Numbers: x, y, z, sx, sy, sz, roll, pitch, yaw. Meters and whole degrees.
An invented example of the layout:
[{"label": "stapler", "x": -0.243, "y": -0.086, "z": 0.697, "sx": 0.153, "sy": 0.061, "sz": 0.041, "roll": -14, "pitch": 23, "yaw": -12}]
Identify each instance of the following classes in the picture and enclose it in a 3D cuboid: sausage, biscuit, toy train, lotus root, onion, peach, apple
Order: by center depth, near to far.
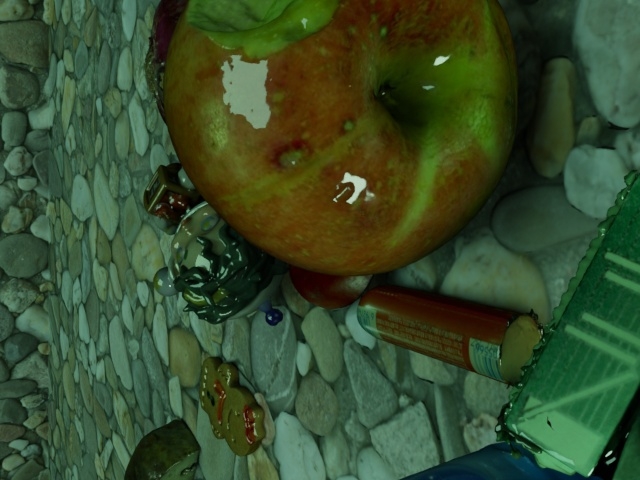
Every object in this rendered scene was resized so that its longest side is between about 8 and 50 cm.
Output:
[{"label": "toy train", "x": 0.243, "y": 0.071, "z": 0.448, "sx": 0.154, "sy": 0.115, "sz": 0.270, "roll": 29, "pitch": 89, "yaw": 30}, {"label": "apple", "x": 0.013, "y": -0.135, "z": 0.630, "sx": 0.339, "sy": 0.339, "sz": 0.340, "roll": 10, "pitch": 103, "yaw": 54}, {"label": "sausage", "x": 0.123, "y": 0.092, "z": 0.724, "sx": 0.264, "sy": 0.083, "sz": 0.083, "roll": 10, "pitch": 103, "yaw": 56}, {"label": "peach", "x": -0.003, "y": -0.001, "z": 0.868, "sx": 0.279, "sy": 0.068, "sz": 0.189, "roll": -36, "pitch": 48, "yaw": 56}, {"label": "onion", "x": -0.177, "y": -0.266, "z": 1.007, "sx": 0.246, "sy": 0.190, "sz": 0.247, "roll": -179, "pitch": 90, "yaw": -75}, {"label": "biscuit", "x": -0.173, "y": 0.316, "z": 1.208, "sx": 0.225, "sy": 0.036, "sz": 0.166, "roll": 37, "pitch": 122, "yaw": 46}, {"label": "lotus root", "x": -0.349, "y": 0.518, "z": 1.416, "sx": 0.119, "sy": 0.138, "sz": 0.235, "roll": 37, "pitch": 118, "yaw": 35}]

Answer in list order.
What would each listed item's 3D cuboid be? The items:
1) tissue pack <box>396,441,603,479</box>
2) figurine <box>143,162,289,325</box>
[{"label": "tissue pack", "x": 0.149, "y": 0.267, "z": 0.544, "sx": 0.146, "sy": 0.263, "sz": 0.198, "roll": 56, "pitch": 136, "yaw": 34}, {"label": "figurine", "x": -0.175, "y": -0.024, "z": 1.045, "sx": 0.261, "sy": 0.186, "sz": 0.382, "roll": -58, "pitch": 43, "yaw": 27}]
